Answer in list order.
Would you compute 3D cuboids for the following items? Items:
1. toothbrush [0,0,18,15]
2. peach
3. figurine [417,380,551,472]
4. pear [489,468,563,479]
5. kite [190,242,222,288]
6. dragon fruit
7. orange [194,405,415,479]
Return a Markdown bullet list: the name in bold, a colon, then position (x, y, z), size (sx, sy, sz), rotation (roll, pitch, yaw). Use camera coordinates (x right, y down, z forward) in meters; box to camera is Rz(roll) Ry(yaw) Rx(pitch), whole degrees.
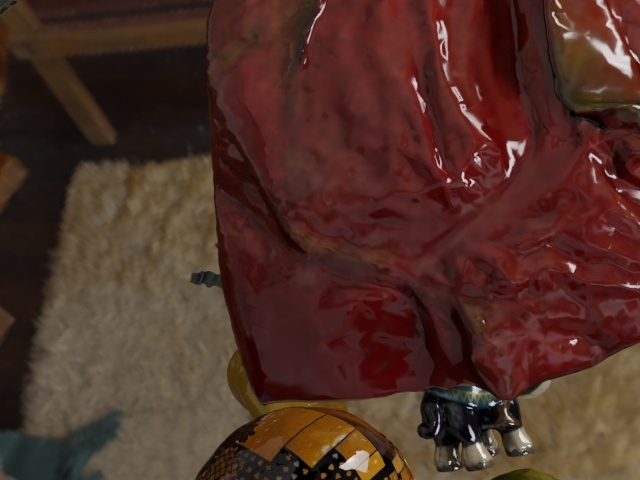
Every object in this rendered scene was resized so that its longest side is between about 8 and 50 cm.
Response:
- **toothbrush**: position (-0.186, -0.199, 0.921), size (0.297, 0.030, 0.030), rotation (-29, 91, 29)
- **peach**: position (-0.041, 0.203, 1.716), size (0.103, 0.179, 0.179), rotation (-48, 55, 3)
- **figurine**: position (0.202, 0.145, 1.996), size (0.306, 0.412, 0.241), rotation (-41, 13, -23)
- **pear**: position (0.283, 0.505, 1.713), size (0.352, 0.352, 0.414), rotation (16, 102, 30)
- **kite**: position (0.001, 0.001, 1.083), size (0.310, 0.015, 0.169), rotation (17, 79, 51)
- **dragon fruit**: position (0.118, -0.091, 0.666), size (0.330, 0.302, 0.240), rotation (-3, 19, 7)
- **orange**: position (-0.016, 0.266, 1.296), size (0.234, 0.234, 0.182), rotation (-32, 39, 4)
